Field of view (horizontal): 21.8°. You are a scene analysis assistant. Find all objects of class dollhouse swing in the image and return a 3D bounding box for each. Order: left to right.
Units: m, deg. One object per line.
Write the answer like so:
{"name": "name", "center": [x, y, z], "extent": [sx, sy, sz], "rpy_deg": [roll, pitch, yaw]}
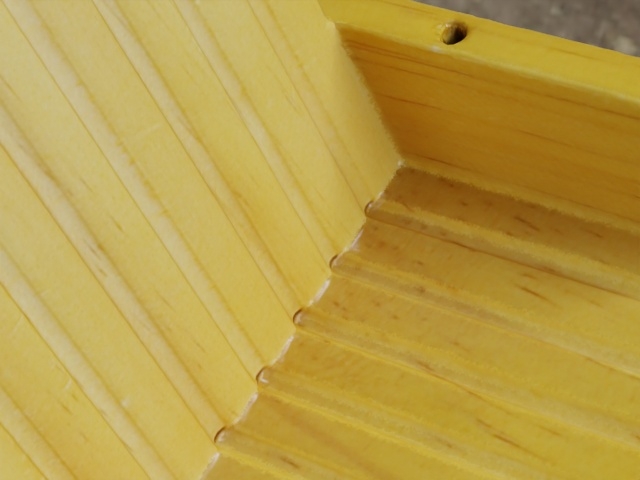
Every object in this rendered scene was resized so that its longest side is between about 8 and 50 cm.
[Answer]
{"name": "dollhouse swing", "center": [0.000, 0.000, 0.664], "extent": [0.315, 0.305, 0.347], "rpy_deg": [18, 56, 26]}
